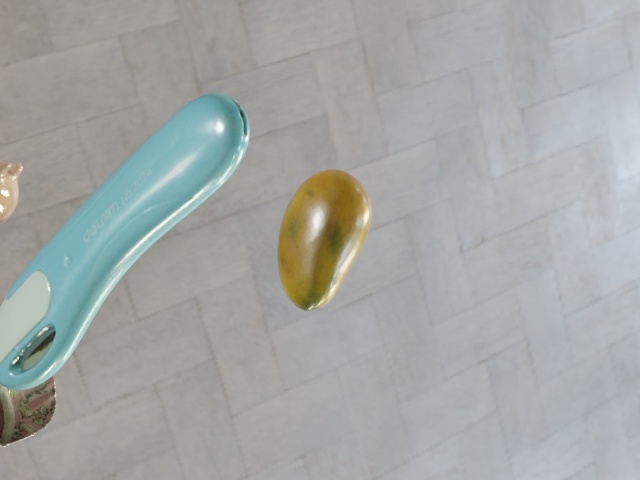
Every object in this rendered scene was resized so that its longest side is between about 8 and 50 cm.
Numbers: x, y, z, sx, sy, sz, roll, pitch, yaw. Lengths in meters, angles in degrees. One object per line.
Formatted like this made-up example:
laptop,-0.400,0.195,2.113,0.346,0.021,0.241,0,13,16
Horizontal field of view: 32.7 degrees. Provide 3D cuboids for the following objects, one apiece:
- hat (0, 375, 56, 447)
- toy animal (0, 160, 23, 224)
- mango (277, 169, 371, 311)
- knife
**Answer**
hat,-0.198,0.096,0.662,0.087,0.042,0.058,-57,138,-56
toy animal,-0.595,-0.051,1.796,0.248,0.165,0.149,-31,72,8
mango,-0.001,-0.003,1.247,0.089,0.111,0.163,28,87,-28
knife,-0.110,0.005,0.574,0.031,0.222,0.064,14,41,-47
